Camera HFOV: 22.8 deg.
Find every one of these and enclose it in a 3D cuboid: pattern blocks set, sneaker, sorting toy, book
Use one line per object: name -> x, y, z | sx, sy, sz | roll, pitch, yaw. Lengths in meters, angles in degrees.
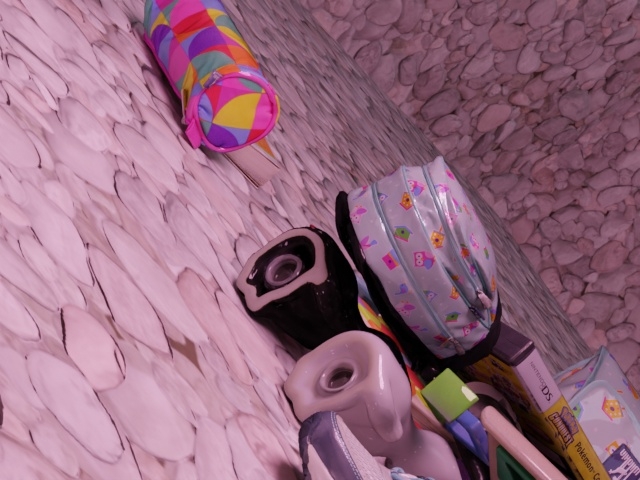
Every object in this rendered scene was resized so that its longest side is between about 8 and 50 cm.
pattern blocks set -> 0.072, 0.126, 1.632 | 0.325, 0.026, 0.285 | 57, 11, 31
sneaker -> 0.200, 0.249, 1.549 | 0.234, 0.078, 0.106 | 52, 14, -6
sneaker -> 0.097, 0.216, 1.140 | 0.283, 0.122, 0.110 | 49, 10, -13
sorting toy -> 0.191, 0.239, 1.275 | 0.347, 0.047, 0.196 | 44, -13, 28
book -> -0.099, -0.128, 1.752 | 0.096, 0.035, 0.144 | 43, 13, -28

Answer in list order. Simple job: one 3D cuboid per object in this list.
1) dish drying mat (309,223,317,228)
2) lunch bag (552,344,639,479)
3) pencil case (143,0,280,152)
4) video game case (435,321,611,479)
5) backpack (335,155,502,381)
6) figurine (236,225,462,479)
dish drying mat -> 0.000, 0.000, 1.691 | 0.032, 0.008, 0.083 | 46, 7, -7
lunch bag -> 0.346, 0.279, 1.960 | 0.223, 0.160, 0.262 | 55, 21, 0
pencil case -> -0.121, -0.186, 1.667 | 0.104, 0.104, 0.236 | 44, 11, -37
video game case -> 0.178, 0.146, 1.658 | 0.275, 0.035, 0.248 | 33, -19, 54
backpack -> 0.086, 0.012, 1.349 | 0.182, 0.115, 0.152 | 55, 8, -48
figurine -> 0.041, 0.120, 1.361 | 0.209, 0.092, 0.215 | 47, 11, -44
